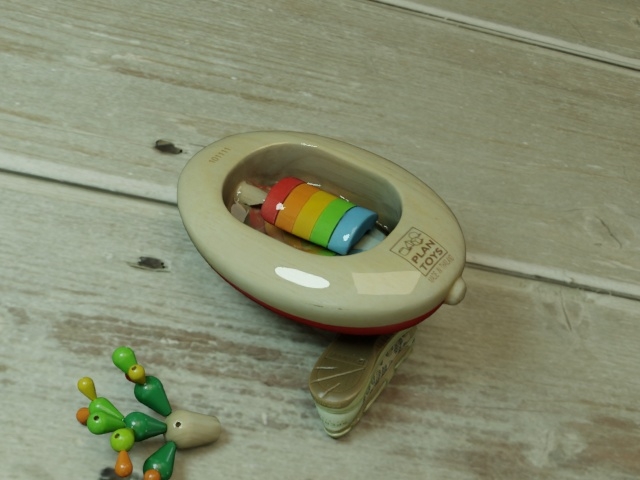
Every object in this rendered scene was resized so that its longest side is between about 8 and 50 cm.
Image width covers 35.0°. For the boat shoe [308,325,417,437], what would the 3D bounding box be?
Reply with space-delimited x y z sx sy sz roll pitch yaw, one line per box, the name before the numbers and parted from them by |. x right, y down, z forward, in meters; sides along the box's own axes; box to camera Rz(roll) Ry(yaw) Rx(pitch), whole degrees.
boat shoe | 0.069 0.155 1.453 0.105 0.089 0.285 17 43 27

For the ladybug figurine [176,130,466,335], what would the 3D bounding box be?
ladybug figurine | 0.000 0.000 1.432 0.449 0.162 0.305 28 52 26

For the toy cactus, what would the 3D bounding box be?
toy cactus | -0.215 0.245 1.284 0.181 0.112 0.219 10 48 -37
